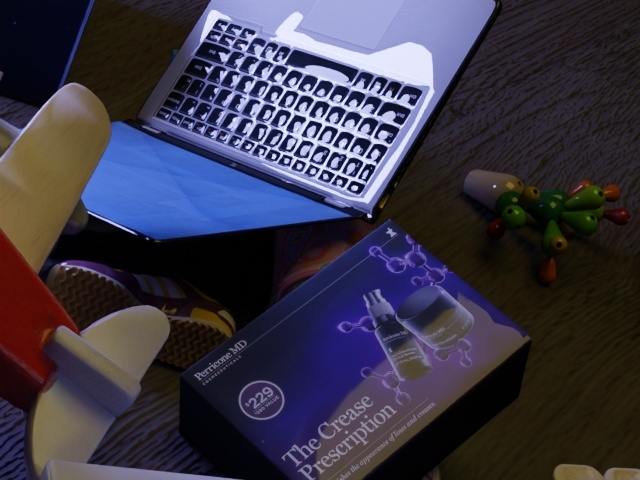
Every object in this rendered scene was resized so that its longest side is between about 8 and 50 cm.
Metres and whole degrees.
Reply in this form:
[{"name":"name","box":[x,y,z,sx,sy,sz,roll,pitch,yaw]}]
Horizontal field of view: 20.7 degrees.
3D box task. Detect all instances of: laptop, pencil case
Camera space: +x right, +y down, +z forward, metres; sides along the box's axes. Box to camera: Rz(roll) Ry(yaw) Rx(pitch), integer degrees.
[{"name":"laptop","box":[-0.106,-0.168,1.748,0.382,0.408,0.236,23,-12,42]},{"name":"pencil case","box":[0.000,0.000,1.802,0.124,0.124,0.284,17,32,-15]}]

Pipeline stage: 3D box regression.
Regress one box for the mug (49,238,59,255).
[{"name":"mug","box":[-0.325,-0.024,1.613,0.129,0.097,0.157,34,32,14]}]

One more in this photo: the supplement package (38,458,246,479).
[{"name":"supplement package","box":[-0.072,0.290,1.248,0.292,0.178,0.175,9,35,-25]}]

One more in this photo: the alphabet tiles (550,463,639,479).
[{"name":"alphabet tiles","box":[0.319,0.320,1.584,0.284,0.021,0.278,7,47,-24]}]

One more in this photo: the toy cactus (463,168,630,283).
[{"name":"toy cactus","box":[0.252,-0.033,2.073,0.180,0.112,0.219,24,28,35]}]

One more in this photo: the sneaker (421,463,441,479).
[{"name":"sneaker","box":[0.073,0.223,1.585,0.067,0.042,0.118,19,34,-17]}]

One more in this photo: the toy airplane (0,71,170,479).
[{"name":"toy airplane","box":[-0.317,0.042,1.407,0.386,0.272,0.385,1,79,-47]}]

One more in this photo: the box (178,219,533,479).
[{"name":"box","box":[0.030,0.128,1.548,0.261,0.103,0.184,-37,61,-28]}]

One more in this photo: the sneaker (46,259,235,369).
[{"name":"sneaker","box":[-0.168,0.062,1.641,0.185,0.070,0.084,26,22,-12]}]

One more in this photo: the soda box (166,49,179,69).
[{"name":"soda box","box":[-0.081,-0.174,2.048,0.210,0.067,0.071,-3,41,-38]}]

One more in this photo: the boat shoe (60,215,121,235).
[{"name":"boat shoe","box":[-0.252,-0.036,1.732,0.152,0.049,0.056,-7,44,-42]}]

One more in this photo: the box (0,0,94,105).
[{"name":"box","box":[-0.419,-0.342,1.947,0.343,0.179,0.312,18,33,-14]}]
